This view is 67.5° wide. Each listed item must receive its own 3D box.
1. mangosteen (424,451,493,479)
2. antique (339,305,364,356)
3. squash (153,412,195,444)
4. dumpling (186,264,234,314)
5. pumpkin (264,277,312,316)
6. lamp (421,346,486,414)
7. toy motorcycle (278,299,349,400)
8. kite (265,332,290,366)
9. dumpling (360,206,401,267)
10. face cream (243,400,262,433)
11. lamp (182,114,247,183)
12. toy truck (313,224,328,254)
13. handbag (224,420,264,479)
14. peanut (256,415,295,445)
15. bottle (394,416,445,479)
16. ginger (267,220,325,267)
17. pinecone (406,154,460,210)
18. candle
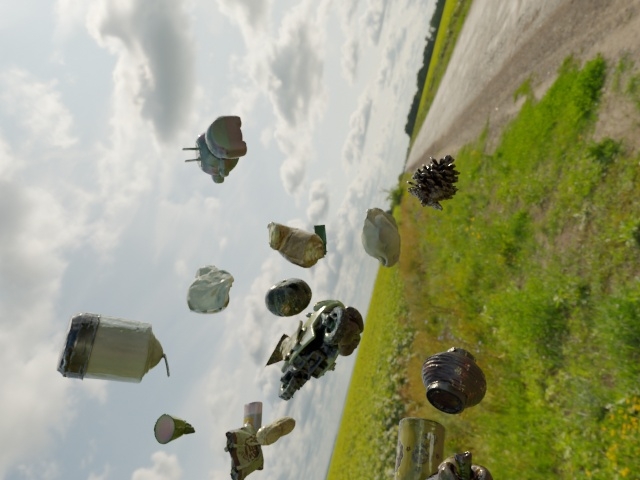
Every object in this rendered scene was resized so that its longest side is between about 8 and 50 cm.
[{"bbox_3d":[0.398,0.757,1.374,0.287,0.233,0.287,45,-147,-40],"label":"mangosteen"},{"bbox_3d":[0.110,0.410,2.068,0.143,0.121,0.256,-57,-18,-34],"label":"antique"},{"bbox_3d":[-0.522,0.683,1.751,0.132,0.105,0.105,25,-102,-56],"label":"squash"},{"bbox_3d":[-0.326,0.144,1.412,0.124,0.229,0.151,25,-113,-43],"label":"dumpling"},{"bbox_3d":[-0.126,0.225,1.886,0.146,0.190,0.190,60,-169,-1],"label":"pumpkin"},{"bbox_3d":[0.494,0.513,1.776,0.247,0.247,0.246,14,-90,-83],"label":"lamp"},{"bbox_3d":[-0.025,0.355,1.626,0.410,0.169,0.237,-54,10,23],"label":"toy motorcycle"},{"bbox_3d":[-0.171,0.520,2.219,0.241,0.014,0.183,-18,-76,-43],"label":"kite"},{"bbox_3d":[0.253,-0.018,1.915,0.193,0.147,0.258,-29,-79,-45],"label":"dumpling"},{"bbox_3d":[-0.317,0.891,2.219,0.073,0.107,0.269,36,-139,-41],"label":"face cream"},{"bbox_3d":[-0.447,-0.386,2.017,0.301,0.248,0.247,-27,78,63],"label":"lamp"},{"bbox_3d":[0.000,0.000,2.405,0.079,0.065,0.147,113,153,-80],"label":"toy truck"},{"bbox_3d":[-0.317,0.888,2.020,0.235,0.127,0.212,38,-145,-72],"label":"handbag"},{"bbox_3d":[-0.172,0.748,1.890,0.187,0.082,0.082,-7,-66,-52],"label":"peanut"},{"bbox_3d":[0.345,0.823,1.689,0.171,0.172,0.351,95,-171,-53],"label":"bottle"},{"bbox_3d":[-0.094,0.019,1.791,0.138,0.267,0.152,-69,-17,0],"label":"ginger"},{"bbox_3d":[0.448,-0.228,1.848,0.212,0.168,0.186,-45,-39,11],"label":"pinecone"},{"bbox_3d":[-0.682,0.366,1.609,0.221,0.343,0.221,-43,40,51],"label":"candle"}]
